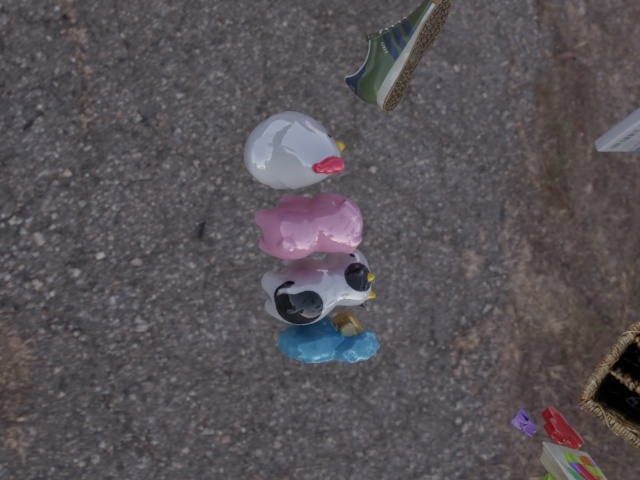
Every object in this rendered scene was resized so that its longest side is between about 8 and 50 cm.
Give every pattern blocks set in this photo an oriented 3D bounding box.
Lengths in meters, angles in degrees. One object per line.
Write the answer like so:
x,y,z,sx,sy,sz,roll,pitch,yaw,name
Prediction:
0.397,0.369,1.165,0.285,0.026,0.325,12,34,-54,pattern blocks set

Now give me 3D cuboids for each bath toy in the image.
0.000,0.000,1.053,0.151,0.129,0.348,-36,130,-37,bath toy

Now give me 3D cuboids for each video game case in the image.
0.438,-0.152,0.987,0.143,0.157,0.019,-3,67,-27,video game case

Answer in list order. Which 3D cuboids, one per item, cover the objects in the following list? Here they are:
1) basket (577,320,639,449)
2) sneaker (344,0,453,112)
0.611,0.257,1.318,0.299,0.213,0.223,37,13,25,basket
0.102,-0.277,1.128,0.192,0.086,0.064,-60,158,-4,sneaker
